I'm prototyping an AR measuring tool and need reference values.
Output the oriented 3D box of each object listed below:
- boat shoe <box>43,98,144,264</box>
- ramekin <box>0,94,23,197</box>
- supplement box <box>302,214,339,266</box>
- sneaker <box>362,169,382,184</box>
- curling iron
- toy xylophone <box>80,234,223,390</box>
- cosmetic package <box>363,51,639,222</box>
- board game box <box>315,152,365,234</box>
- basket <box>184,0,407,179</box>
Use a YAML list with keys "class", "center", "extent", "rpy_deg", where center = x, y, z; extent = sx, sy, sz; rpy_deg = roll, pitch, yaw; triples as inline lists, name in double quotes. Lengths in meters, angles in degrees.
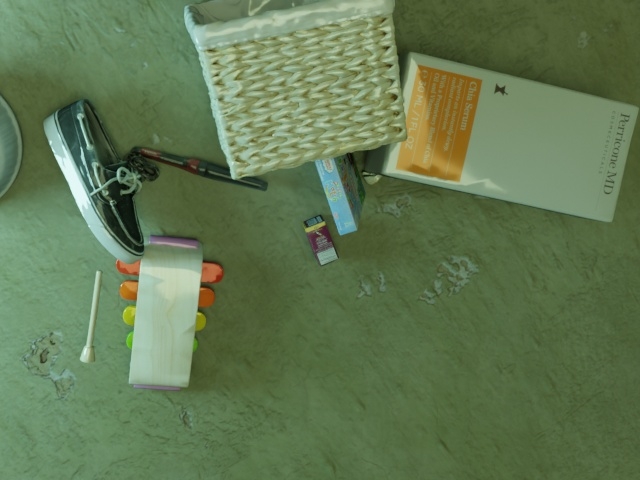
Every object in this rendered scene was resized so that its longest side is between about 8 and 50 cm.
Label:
- class: "boat shoe"
  center: [-0.381, -0.108, 1.854]
  extent: [0.105, 0.113, 0.306]
  rpy_deg: [-25, 91, 17]
- class: "ramekin"
  center: [-0.669, -0.162, 1.804]
  extent: [0.273, 0.127, 0.272]
  rpy_deg: [-2, 106, -8]
- class: "supplement box"
  center: [0.000, 0.000, 1.991]
  extent: [0.043, 0.055, 0.083]
  rpy_deg: [-22, 108, -2]
- class: "sneaker"
  center: [0.117, -0.144, 1.980]
  extent: [0.083, 0.032, 0.037]
  rpy_deg: [-40, 108, 3]
- class: "curling iron"
  center: [-0.234, -0.125, 1.930]
  extent: [0.274, 0.035, 0.068]
  rpy_deg: [8, 108, -10]
- class: "toy xylophone"
  center: [-0.326, 0.144, 1.966]
  extent: [0.236, 0.081, 0.322]
  rpy_deg: [14, 103, -12]
- class: "cosmetic package"
  center: [0.333, -0.189, 1.918]
  extent: [0.454, 0.161, 0.230]
  rpy_deg: [10, 95, -12]
- class: "board game box"
  center: [0.036, -0.120, 1.880]
  extent: [0.039, 0.211, 0.160]
  rpy_deg: [-15, 108, 13]
- class: "basket"
  center: [-0.041, -0.297, 1.765]
  extent: [0.331, 0.328, 0.266]
  rpy_deg: [-15, 111, -5]
